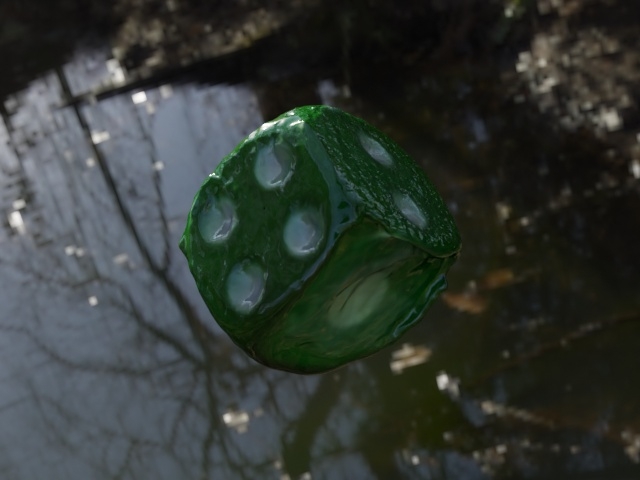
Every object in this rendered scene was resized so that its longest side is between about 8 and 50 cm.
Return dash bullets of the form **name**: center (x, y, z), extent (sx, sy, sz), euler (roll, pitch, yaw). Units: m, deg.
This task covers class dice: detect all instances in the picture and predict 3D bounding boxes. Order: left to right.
- **dice**: center (0.000, 0.000, 1.014), extent (0.128, 0.131, 0.120), euler (-44, 56, 24)
